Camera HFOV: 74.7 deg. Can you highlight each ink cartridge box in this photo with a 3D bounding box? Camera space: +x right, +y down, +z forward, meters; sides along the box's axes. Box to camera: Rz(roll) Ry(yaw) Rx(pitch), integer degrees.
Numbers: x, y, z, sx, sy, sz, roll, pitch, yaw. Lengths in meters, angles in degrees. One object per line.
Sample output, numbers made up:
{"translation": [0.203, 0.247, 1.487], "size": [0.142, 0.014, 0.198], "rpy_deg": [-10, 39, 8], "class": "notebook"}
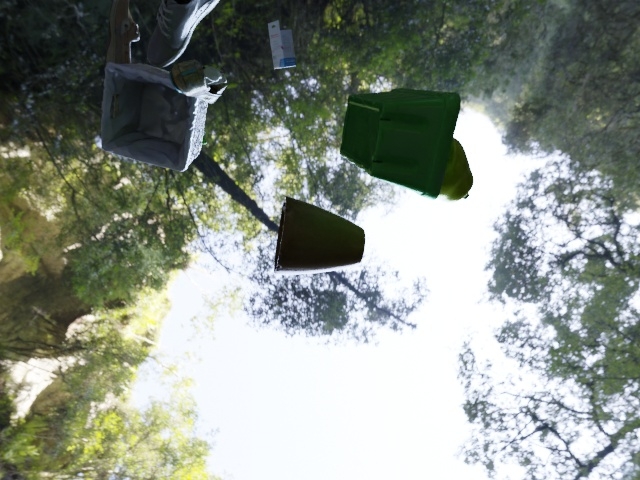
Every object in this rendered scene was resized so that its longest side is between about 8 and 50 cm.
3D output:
{"translation": [-0.166, -0.842, 1.804], "size": [0.061, 0.181, 0.104], "rpy_deg": [-20, -154, -29], "class": "ink cartridge box"}

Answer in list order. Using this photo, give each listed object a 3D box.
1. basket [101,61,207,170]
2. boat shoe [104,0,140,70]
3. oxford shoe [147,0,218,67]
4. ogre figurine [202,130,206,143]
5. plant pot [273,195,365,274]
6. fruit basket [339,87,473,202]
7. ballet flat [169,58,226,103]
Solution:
{"translation": [-0.622, -0.487, 1.627], "size": [0.331, 0.328, 0.266], "rpy_deg": [15, -155, -5], "class": "basket"}
{"translation": [-0.756, -0.810, 1.618], "size": [0.110, 0.341, 0.122], "rpy_deg": [8, -151, -27], "class": "boat shoe"}
{"translation": [-0.529, -0.809, 1.516], "size": [0.130, 0.449, 0.169], "rpy_deg": [-19, -99, -53], "class": "oxford shoe"}
{"translation": [-0.572, -0.479, 1.882], "size": [0.197, 0.097, 0.118], "rpy_deg": [-43, -108, 20], "class": "ogre figurine"}
{"translation": [0.000, 0.000, 1.270], "size": [0.254, 0.237, 0.237], "rpy_deg": [7, -125, -8], "class": "plant pot"}
{"translation": [0.264, -0.245, 1.103], "size": [0.391, 0.283, 0.392], "rpy_deg": [7, -160, -3], "class": "fruit basket"}
{"translation": [-0.362, -0.509, 1.338], "size": [0.123, 0.123, 0.348], "rpy_deg": [3, -164, 2], "class": "ballet flat"}
